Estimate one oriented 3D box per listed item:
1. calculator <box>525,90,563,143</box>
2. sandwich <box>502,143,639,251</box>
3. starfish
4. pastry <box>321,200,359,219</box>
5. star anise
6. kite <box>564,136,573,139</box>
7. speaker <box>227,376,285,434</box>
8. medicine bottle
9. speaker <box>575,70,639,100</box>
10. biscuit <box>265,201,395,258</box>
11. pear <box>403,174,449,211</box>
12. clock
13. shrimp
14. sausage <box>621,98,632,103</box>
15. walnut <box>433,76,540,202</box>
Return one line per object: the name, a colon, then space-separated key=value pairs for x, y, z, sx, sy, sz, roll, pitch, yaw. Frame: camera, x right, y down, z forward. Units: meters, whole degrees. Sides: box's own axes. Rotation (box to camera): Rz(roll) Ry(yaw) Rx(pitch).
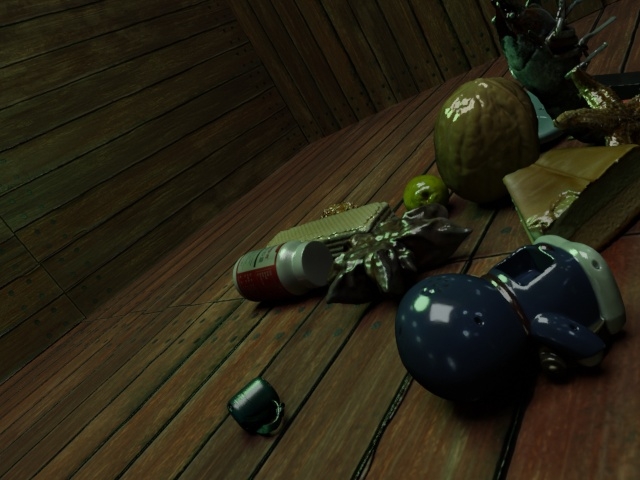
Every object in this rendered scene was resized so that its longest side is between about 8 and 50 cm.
calculator: x=0.541 y=-0.319 z=1.162 sx=0.186 sy=0.041 sz=0.299 roll=18 pitch=49 yaw=37
sandwich: x=0.365 y=-0.050 z=0.732 sx=0.220 sy=0.108 sz=0.186 roll=-38 pitch=18 yaw=-13
starfish: x=0.512 y=-0.199 z=0.780 sx=0.277 sy=0.235 sz=0.062 roll=-17 pitch=-20 yaw=-17
pastry: x=0.057 y=-0.081 z=1.404 sx=0.087 sy=0.063 sz=0.169 roll=-44 pitch=22 yaw=-29
star anise: x=0.135 y=0.029 z=0.895 sx=0.315 sy=0.108 sz=0.315 roll=-28 pitch=10 yaw=5
kite: x=0.646 y=-0.276 z=1.050 sx=0.198 sy=0.006 sz=0.244 roll=-23 pitch=19 yaw=25
speaker: x=-0.095 y=0.269 z=0.733 sx=0.075 sy=0.060 sz=0.094 roll=-39 pitch=54 yaw=-22
medicine bottle: x=-0.093 y=0.073 z=1.116 sx=0.250 sy=0.131 sz=0.131 roll=-15 pitch=23 yaw=43
speaker: x=0.668 y=-0.343 z=1.044 sx=0.218 sy=0.044 sz=0.082 roll=11 pitch=44 yaw=44
biscuit: x=0.000 y=0.000 z=1.251 sx=0.426 sy=0.078 sz=0.144 roll=-14 pitch=25 yaw=45
pear: x=0.247 y=-0.103 z=1.088 sx=0.107 sy=0.107 sz=0.131 roll=-29 pitch=6 yaw=9
clock: x=0.206 y=0.092 z=0.558 sx=0.244 sy=0.146 sz=0.199 roll=-24 pitch=22 yaw=-2
shrimp: x=0.450 y=-0.337 z=0.883 sx=0.166 sy=0.410 sz=0.221 roll=-41 pitch=22 yaw=-11
sausage: x=0.682 y=-0.276 z=0.927 sx=0.034 sy=0.034 sz=0.253 roll=-37 pitch=21 yaw=-17
walnut: x=0.337 y=-0.207 z=0.956 sx=0.225 sy=0.260 sz=0.225 roll=-13 pitch=33 yaw=8
